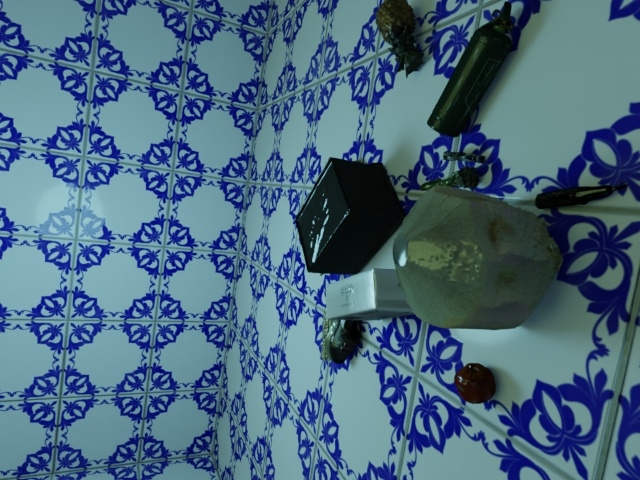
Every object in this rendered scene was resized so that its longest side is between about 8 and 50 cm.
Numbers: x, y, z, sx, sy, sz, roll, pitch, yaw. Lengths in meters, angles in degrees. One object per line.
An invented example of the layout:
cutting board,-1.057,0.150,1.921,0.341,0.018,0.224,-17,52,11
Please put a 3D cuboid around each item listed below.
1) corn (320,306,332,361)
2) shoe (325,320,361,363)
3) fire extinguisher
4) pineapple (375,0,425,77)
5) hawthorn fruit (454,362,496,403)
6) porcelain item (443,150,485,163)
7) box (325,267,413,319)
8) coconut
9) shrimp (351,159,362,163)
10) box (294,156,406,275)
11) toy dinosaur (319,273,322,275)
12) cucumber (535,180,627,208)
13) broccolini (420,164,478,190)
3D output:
corn,0.049,0.340,1.568,0.087,0.087,0.210,-150,62,-62
shoe,0.091,0.326,1.466,0.112,0.099,0.227,13,95,57
fire extinguisher,0.376,-0.413,1.038,0.114,0.095,0.311,-68,2,-55
pineapple,0.253,-0.631,1.318,0.128,0.128,0.248,-44,52,53
hawthorn fruit,0.350,0.324,0.955,0.093,0.093,0.093,-23,64,61
porcelain item,0.343,-0.215,1.078,0.136,0.075,0.021,27,110,62
box,0.164,0.161,1.219,0.274,0.203,0.116,-30,58,60
coconut,0.292,0.035,0.863,0.297,0.310,0.297,-23,64,60
shrimp,0.091,-0.220,1.626,0.251,0.052,0.143,-14,74,62
box,0.083,-0.071,1.434,0.345,0.205,0.251,-57,37,43
toy dinosaur,-0.009,0.009,1.756,0.120,0.079,0.291,-45,48,45
cucumber,0.487,-0.084,0.805,0.039,0.043,0.163,60,159,-12
broccolini,0.335,-0.161,1.123,0.216,0.067,0.058,-168,88,-73
